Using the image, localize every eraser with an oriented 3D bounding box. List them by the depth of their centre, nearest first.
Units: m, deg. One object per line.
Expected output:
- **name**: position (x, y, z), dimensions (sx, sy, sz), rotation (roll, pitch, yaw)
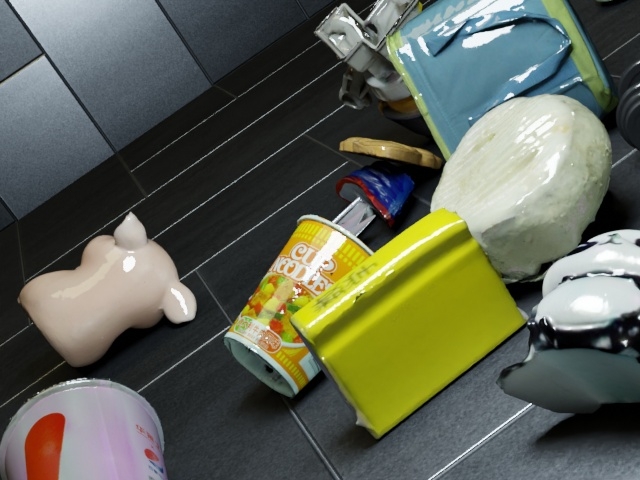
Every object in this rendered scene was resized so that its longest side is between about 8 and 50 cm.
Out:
- **eraser**: position (0.095, 0.087, 1.268), dimensions (0.226, 0.158, 0.069), rotation (-37, 22, -8)

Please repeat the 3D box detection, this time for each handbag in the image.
- **handbag**: position (0.255, -0.236, 1.631), dimensions (0.241, 0.263, 0.222), rotation (-27, -2, 17)

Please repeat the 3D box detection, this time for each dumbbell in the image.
- **dumbbell**: position (0.414, -0.168, 1.453), dimensions (0.099, 0.099, 0.208), rotation (-23, 21, 26)

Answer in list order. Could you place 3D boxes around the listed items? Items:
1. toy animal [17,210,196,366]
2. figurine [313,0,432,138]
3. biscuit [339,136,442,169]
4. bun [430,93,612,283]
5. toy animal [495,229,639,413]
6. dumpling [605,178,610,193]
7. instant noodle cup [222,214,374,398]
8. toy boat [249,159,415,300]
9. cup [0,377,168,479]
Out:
- **toy animal**: position (-0.352, 0.096, 1.927), dimensions (0.256, 0.195, 0.213), rotation (-37, 12, -3)
- **figurine**: position (0.141, -0.264, 1.860), dimensions (0.308, 0.308, 0.143), rotation (-1, 58, 56)
- **biscuit**: position (0.105, -0.134, 1.804), dimensions (0.163, 0.035, 0.250), rotation (7, 5, 6)
- **bun**: position (0.243, -0.055, 1.375), dimensions (0.239, 0.141, 0.239), rotation (-43, 27, 28)
- **toy animal**: position (0.262, 0.066, 1.085), dimensions (0.166, 0.138, 0.179), rotation (3, 43, 34)
- **dumpling**: position (0.320, -0.060, 1.436), dimensions (0.077, 0.043, 0.059), rotation (22, 74, 48)
- **instant noodle cup**: position (-0.020, 0.090, 1.469), dimensions (0.185, 0.168, 0.168), rotation (-49, 24, -18)
- **toy boat**: position (0.022, -0.009, 1.748), dimensions (0.318, 0.072, 0.219), rotation (-49, 21, -29)
- **cup**: position (-0.241, 0.297, 1.282), dimensions (0.203, 0.203, 0.288), rotation (-35, 26, -5)
